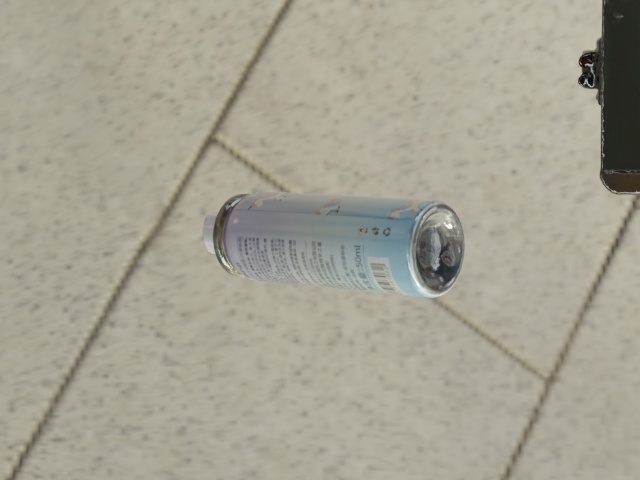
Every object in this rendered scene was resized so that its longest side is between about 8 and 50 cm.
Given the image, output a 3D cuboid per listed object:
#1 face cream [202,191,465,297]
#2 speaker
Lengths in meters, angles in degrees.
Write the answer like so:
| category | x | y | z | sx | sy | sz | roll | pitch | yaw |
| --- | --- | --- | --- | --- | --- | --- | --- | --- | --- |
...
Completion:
| category | x | y | z | sx | sy | sz | roll | pitch | yaw |
| --- | --- | --- | --- | --- | --- | --- | --- | --- | --- |
| face cream | 0.000 | 0.000 | 1.388 | 0.075 | 0.229 | 0.075 | -7 | 99 | -51 |
| speaker | 0.277 | -0.122 | 1.199 | 0.193 | 0.231 | 0.153 | 1 | 102 | 12 |
